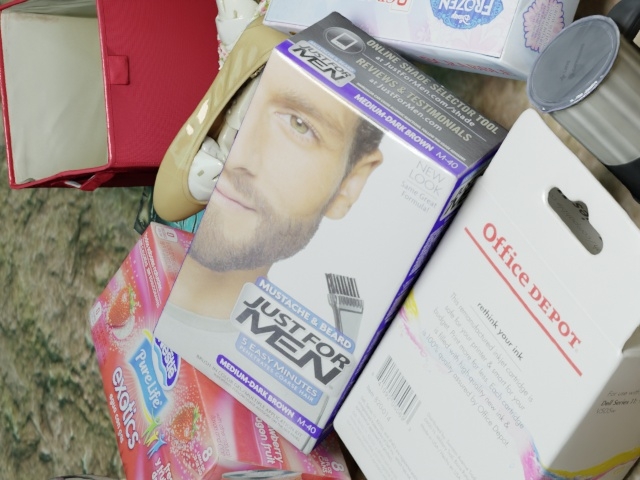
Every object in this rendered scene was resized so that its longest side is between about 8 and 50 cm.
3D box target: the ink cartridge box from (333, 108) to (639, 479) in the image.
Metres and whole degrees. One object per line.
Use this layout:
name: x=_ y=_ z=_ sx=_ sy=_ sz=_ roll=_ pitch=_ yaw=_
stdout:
ink cartridge box: x=0.170 y=0.091 z=1.333 sx=0.207 sy=0.119 sz=0.353 roll=55 pitch=130 yaw=36

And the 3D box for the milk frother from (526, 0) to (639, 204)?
milk frother: x=0.213 y=-0.109 z=1.271 sx=0.143 sy=0.135 sz=0.129 roll=-7 pitch=52 yaw=49

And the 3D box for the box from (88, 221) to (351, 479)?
box: x=-0.102 y=0.145 z=1.613 sx=0.142 sy=0.154 sz=0.300 roll=-52 pitch=39 yaw=30

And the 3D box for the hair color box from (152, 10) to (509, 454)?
hair color box: x=0.000 y=0.000 z=1.424 sx=0.185 sy=0.110 sz=0.339 roll=36 pitch=128 yaw=13

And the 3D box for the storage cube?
storage cube: x=-0.193 y=-0.157 z=1.700 sx=0.184 sy=0.193 sz=0.215 roll=-9 pitch=85 yaw=47

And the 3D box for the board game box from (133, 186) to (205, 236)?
board game box: x=-0.133 y=-0.031 z=1.805 sx=0.186 sy=0.026 sz=0.126 roll=36 pitch=116 yaw=47

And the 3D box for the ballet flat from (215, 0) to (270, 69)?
ballet flat: x=-0.055 y=-0.254 z=1.616 sx=0.241 sy=0.077 sz=0.091 roll=-63 pitch=27 yaw=13

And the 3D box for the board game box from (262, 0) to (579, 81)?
board game box: x=0.114 y=-0.304 z=1.406 sx=0.319 sy=0.066 sz=0.318 roll=19 pitch=89 yaw=51

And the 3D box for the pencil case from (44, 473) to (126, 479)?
pencil case: x=-0.274 y=0.464 z=1.856 sx=0.183 sy=0.160 sz=0.410 roll=-7 pitch=83 yaw=35

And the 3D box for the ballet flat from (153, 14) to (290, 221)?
ballet flat: x=-0.086 y=-0.102 z=1.583 sx=0.073 sy=0.080 sz=0.232 roll=47 pitch=116 yaw=41
